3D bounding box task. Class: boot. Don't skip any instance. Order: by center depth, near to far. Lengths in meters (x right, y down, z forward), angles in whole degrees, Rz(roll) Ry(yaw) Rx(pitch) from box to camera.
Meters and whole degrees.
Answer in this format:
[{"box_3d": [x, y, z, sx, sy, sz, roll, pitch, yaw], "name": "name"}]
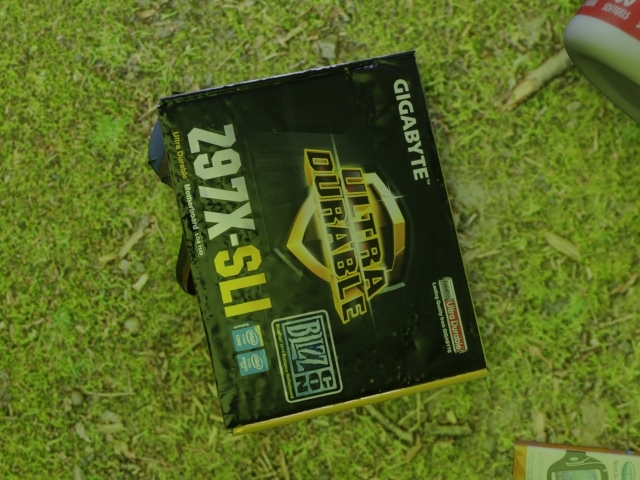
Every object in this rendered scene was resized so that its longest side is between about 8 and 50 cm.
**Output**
[{"box_3d": [-0.134, -0.057, 0.987, 0.106, 0.082, 0.219, 15, 84, 25], "name": "boot"}]

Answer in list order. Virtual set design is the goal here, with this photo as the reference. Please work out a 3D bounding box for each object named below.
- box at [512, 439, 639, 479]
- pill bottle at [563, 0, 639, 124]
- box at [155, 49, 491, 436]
[{"box_3d": [0.255, 0.241, 0.902, 0.136, 0.028, 0.081, 3, 91, 12], "name": "box"}, {"box_3d": [0.394, -0.247, 0.772, 0.210, 0.210, 0.363, 41, 99, 12], "name": "pill bottle"}, {"box_3d": [0.000, 0.000, 0.901, 0.257, 0.079, 0.322, -12, 87, -5], "name": "box"}]
